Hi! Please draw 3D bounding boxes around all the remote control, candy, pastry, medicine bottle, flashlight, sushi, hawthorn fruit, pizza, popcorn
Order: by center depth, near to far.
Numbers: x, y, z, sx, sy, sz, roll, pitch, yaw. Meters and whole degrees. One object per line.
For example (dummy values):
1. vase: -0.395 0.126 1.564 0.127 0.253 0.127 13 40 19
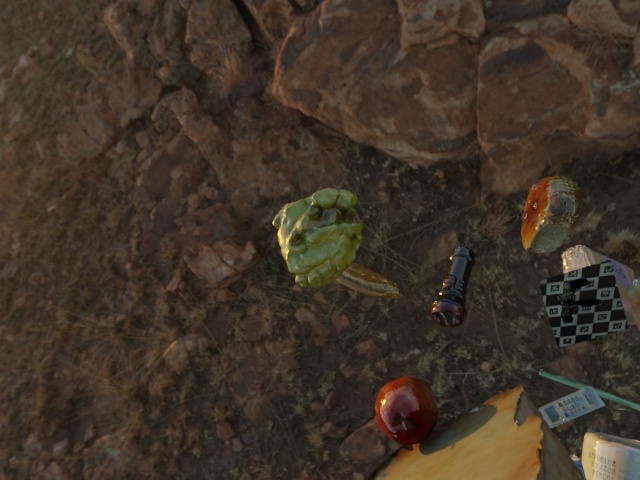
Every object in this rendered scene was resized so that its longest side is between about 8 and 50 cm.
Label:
1. hawthorn fruit: 0.160 0.332 0.795 0.125 0.140 0.125 -2 87 47
2. flashlight: 0.354 0.113 1.074 0.093 0.093 0.232 0 47 34
3. popcorn: 0.000 0.000 1.099 0.242 0.235 0.250 151 113 -71
4. pastry: 0.618 -0.069 1.104 0.100 0.229 0.218 16 86 5
5. medicine bottle: 0.844 0.753 1.143 0.214 0.213 0.378 6 78 36
6. sushi: 0.725 0.171 1.146 0.193 0.279 0.043 -24 28 20
7. remote control: 0.725 0.483 1.181 0.162 0.029 0.061 -33 44 17
8. candy: 0.941 0.507 1.300 0.440 0.119 0.119 14 78 32
9. pizza: 0.129 0.123 1.326 0.271 0.134 0.056 17 110 7

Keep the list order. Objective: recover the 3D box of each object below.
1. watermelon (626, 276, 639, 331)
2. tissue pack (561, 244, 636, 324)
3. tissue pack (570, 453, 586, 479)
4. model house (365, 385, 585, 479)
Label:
1. watermelon: 0.590 0.124 0.531 0.283 0.250 0.292 17 37 21
2. tissue pack: 0.913 0.151 1.321 0.123 0.257 0.215 -39 37 51
3. tissue pack: 0.513 0.609 0.903 0.173 0.073 0.235 -10 71 15
4. model house: 0.253 0.487 0.545 0.395 0.445 0.400 -43 70 20
